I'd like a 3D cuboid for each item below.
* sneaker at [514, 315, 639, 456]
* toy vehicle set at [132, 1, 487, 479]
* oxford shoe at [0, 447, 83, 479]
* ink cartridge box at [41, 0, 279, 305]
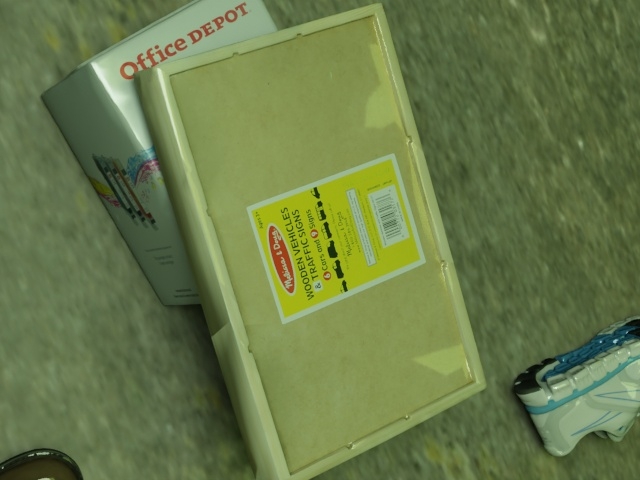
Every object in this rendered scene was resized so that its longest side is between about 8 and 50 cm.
[{"bbox_3d":[0.251,0.121,0.997,0.190,0.071,0.083,-22,102,-19],"label":"sneaker"},{"bbox_3d":[0.000,0.000,0.747,0.166,0.035,0.267,-20,100,-29],"label":"toy vehicle set"},{"bbox_3d":[-0.221,0.223,0.722,0.083,0.096,0.227,46,66,-14],"label":"oxford shoe"},{"bbox_3d":[-0.079,-0.062,0.802,0.128,0.127,0.176,-34,103,-25],"label":"ink cartridge box"}]
